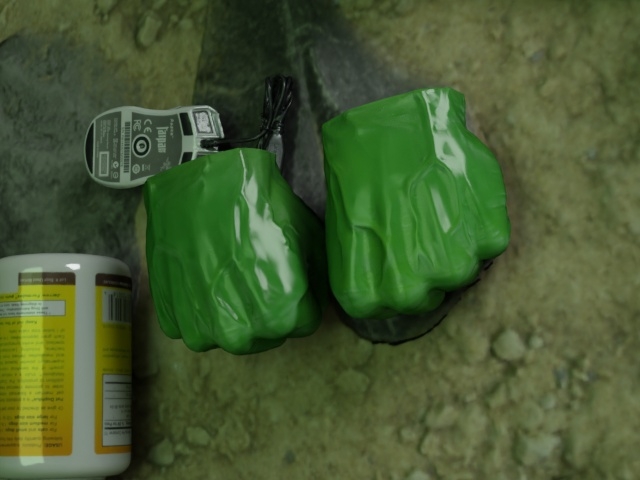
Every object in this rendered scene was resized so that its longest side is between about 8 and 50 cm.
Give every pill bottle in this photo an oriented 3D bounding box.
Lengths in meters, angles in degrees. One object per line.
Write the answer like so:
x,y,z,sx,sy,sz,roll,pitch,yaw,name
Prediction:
-0.211,0.122,1.014,0.117,0.117,0.214,-6,80,33,pill bottle

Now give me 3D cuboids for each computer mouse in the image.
-0.106,-0.078,1.017,0.193,0.042,0.106,2,90,29,computer mouse

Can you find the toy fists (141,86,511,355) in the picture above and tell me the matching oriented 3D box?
0.000,0.000,0.894,0.279,0.096,0.142,-15,73,21,toy fists
